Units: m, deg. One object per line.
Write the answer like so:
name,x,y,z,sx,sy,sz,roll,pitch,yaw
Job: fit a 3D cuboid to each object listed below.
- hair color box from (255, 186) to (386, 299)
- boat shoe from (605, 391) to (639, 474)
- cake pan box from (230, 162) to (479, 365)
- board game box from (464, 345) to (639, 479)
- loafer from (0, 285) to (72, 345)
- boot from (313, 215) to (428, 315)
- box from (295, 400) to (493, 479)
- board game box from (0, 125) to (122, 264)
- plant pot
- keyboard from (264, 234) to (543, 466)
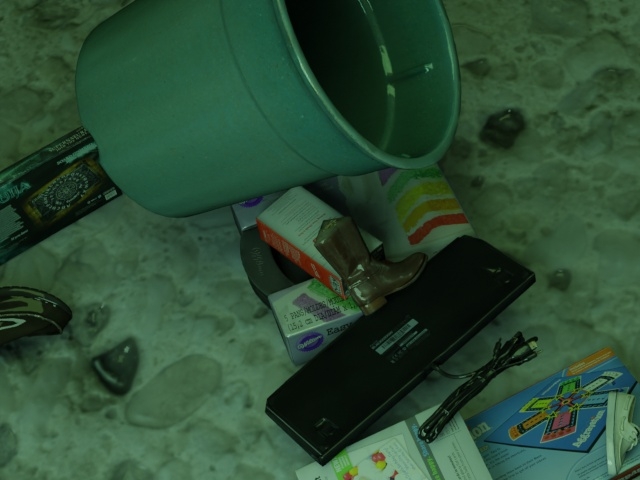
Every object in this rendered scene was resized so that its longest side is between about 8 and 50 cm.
hair color box,0.000,0.000,1.758,0.072,0.043,0.141,-40,55,-21
boat shoe,0.316,0.201,1.601,0.035,0.035,0.100,1,46,14
cake pan box,0.039,0.002,1.820,0.267,0.070,0.245,-19,49,-5
board game box,0.227,0.230,1.633,0.281,0.027,0.145,-26,53,-10
loafer,-0.402,0.107,1.810,0.220,0.080,0.078,-4,63,4
boot,0.055,0.009,1.692,0.106,0.114,0.037,-41,18,-23
box,0.084,0.264,1.591,0.186,0.038,0.145,-25,52,1
board game box,-0.343,-0.057,1.892,0.186,0.126,0.026,-31,54,-15
plant pot,-0.072,-0.190,1.722,0.334,0.341,0.341,-21,44,34
keyboard,0.110,0.130,1.647,0.317,0.033,0.201,-40,44,-14
